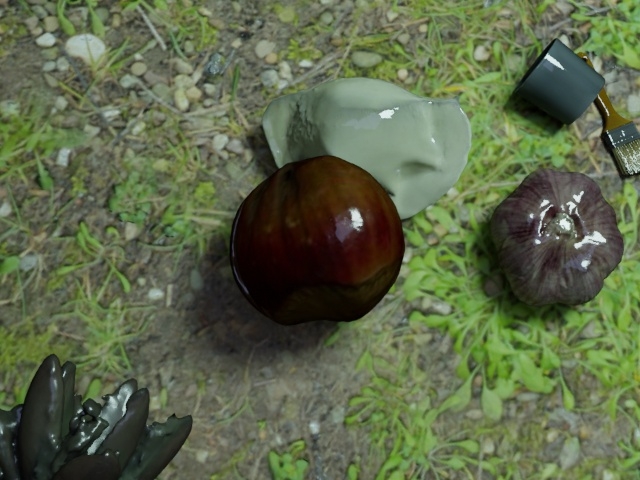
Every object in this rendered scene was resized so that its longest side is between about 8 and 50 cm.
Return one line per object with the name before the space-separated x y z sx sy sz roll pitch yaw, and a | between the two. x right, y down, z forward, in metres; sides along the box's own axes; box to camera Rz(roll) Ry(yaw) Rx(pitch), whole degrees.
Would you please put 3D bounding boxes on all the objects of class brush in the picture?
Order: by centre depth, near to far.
brush | 0.354 -0.158 0.884 0.043 0.014 0.170 -21 79 -8

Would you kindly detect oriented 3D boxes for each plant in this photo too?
plant | -0.272 0.261 0.679 0.181 0.194 0.321 29 81 1

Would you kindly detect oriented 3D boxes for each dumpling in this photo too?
dumpling | 0.044 -0.100 0.818 0.215 0.126 0.167 -1 104 -11

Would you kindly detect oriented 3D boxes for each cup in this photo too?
cup | 0.290 -0.193 0.865 0.077 0.078 0.100 36 48 0

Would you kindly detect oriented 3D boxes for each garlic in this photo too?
garlic | 0.263 -0.004 0.802 0.147 0.102 0.159 16 78 0

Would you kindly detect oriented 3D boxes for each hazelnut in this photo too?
hazelnut | 0.000 0.000 0.741 0.178 0.204 0.178 5 74 -18
